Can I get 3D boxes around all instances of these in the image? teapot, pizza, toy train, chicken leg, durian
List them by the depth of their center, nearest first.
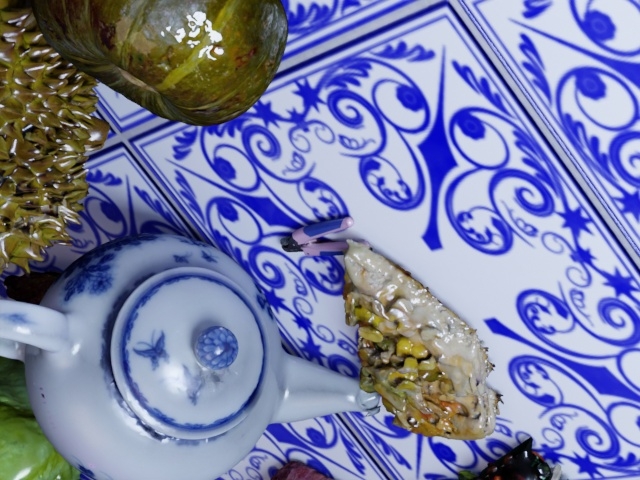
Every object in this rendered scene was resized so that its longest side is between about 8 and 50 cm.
[{"bbox_3d":[-0.379,-0.134,1.606,0.384,0.347,0.347,10,143,-2],"label":"durian"},{"bbox_3d":[0.084,0.109,1.639,0.147,0.069,0.226,21,144,33],"label":"pizza"},{"bbox_3d":[-0.148,0.114,1.708,0.424,0.252,0.280,15,166,-24],"label":"teapot"},{"bbox_3d":[0.162,0.258,1.749,0.085,0.053,0.250,38,147,-9],"label":"toy train"},{"bbox_3d":[-0.273,0.069,1.987,0.205,0.053,0.093,16,162,45],"label":"chicken leg"},{"bbox_3d":[-0.372,0.220,2.078,0.256,0.339,0.204,-14,110,22],"label":"durian"}]

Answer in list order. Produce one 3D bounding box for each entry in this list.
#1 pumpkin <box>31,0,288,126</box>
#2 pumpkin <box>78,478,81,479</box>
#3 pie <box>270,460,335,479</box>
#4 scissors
[{"bbox_3d":[-0.122,-0.192,1.440,0.219,0.162,0.219,31,171,5],"label":"pumpkin"},{"bbox_3d":[-0.385,0.428,2.324,0.296,0.296,0.296,27,144,22],"label":"pumpkin"},{"bbox_3d":[0.010,0.322,1.979,0.182,0.049,0.182,30,143,26],"label":"pie"},{"bbox_3d":[0.000,0.000,1.655,0.113,0.012,0.039,-10,120,50],"label":"scissors"}]
